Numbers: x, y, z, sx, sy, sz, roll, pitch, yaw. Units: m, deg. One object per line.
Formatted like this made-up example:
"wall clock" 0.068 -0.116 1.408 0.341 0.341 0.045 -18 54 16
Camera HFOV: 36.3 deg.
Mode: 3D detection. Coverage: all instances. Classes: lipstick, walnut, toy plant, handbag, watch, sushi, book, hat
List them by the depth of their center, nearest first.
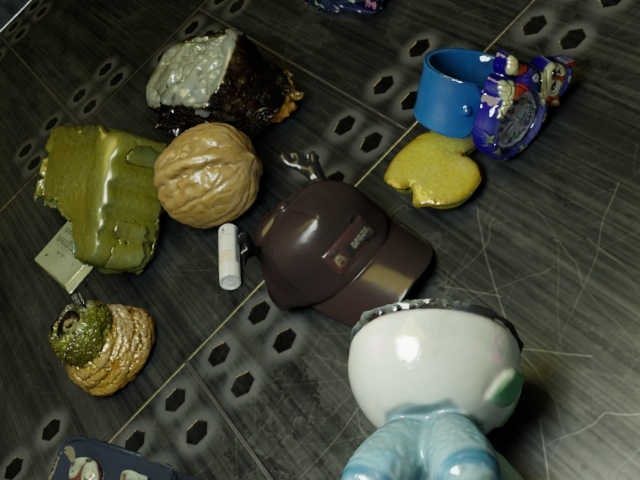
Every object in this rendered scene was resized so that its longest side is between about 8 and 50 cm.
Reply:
"toy plant" 0.138 0.264 1.167 0.247 0.247 0.332 -20 47 28
"handbag" -0.340 0.476 1.477 0.303 0.122 0.329 4 60 43
"hat" 0.002 -0.010 1.542 0.336 0.209 0.238 18 65 47
"watch" 0.256 -0.235 1.550 0.200 0.196 0.171 33 118 37
"lipstick" -0.167 0.028 1.791 0.040 0.040 0.141 -29 40 19
"walnut" -0.207 -0.123 1.845 0.213 0.213 0.213 -24 43 24
"sushi" -0.219 -0.294 2.008 0.348 0.207 0.234 15 78 53
"handbag" 0.066 -0.560 2.061 0.260 0.113 0.162 14 72 46
"book" -0.498 -0.032 2.147 0.289 0.026 0.201 -51 40 -9

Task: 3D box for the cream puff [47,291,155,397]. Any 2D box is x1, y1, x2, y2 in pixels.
"cream puff" -0.413 0.171 1.774 0.183 0.169 0.183 -25 42 25

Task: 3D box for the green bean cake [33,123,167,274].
"green bean cake" -0.436 -0.079 1.986 0.310 0.202 0.285 12 90 47

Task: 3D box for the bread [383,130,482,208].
"bread" 0.202 -0.111 1.578 0.149 0.065 0.187 30 59 33
